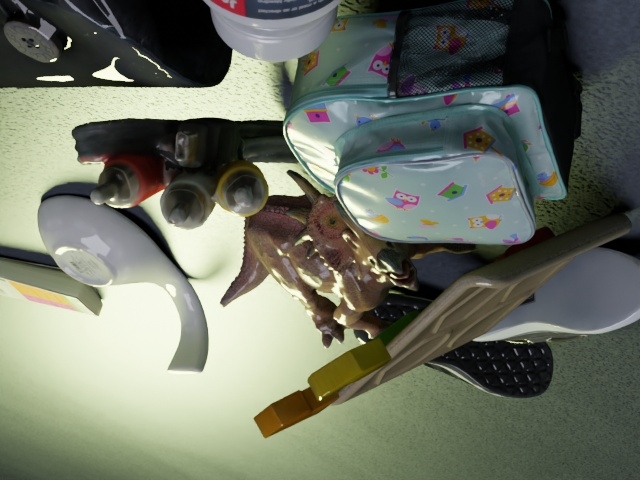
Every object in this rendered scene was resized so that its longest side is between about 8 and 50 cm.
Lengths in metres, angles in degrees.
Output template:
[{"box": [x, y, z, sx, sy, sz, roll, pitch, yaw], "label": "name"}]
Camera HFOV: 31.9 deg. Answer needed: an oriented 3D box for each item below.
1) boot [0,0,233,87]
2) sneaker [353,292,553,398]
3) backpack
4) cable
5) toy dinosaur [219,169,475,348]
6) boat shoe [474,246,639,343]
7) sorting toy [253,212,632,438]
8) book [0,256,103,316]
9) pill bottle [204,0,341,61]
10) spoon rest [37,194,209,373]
[{"box": [-0.253, -0.140, 0.848, 0.445, 0.146, 0.367, -4, 151, 28], "label": "boot"}, {"box": [0.138, 0.102, 1.210, 0.235, 0.084, 0.097, 20, 179, -8], "label": "sneaker"}, {"box": [0.070, -0.078, 0.768, 0.189, 0.144, 0.166, 7, 159, 24], "label": "backpack"}, {"box": [-0.082, -0.054, 0.814, 0.140, 0.072, 0.287, 5, -173, 11], "label": "cable"}, {"box": [0.000, 0.000, 0.997, 0.296, 0.127, 0.200, -1, 151, 41], "label": "toy dinosaur"}, {"box": [0.229, 0.061, 1.051, 0.076, 0.080, 0.229, 12, 159, -37], "label": "boat shoe"}, {"box": [0.092, 0.062, 0.907, 0.307, 0.041, 0.229, -18, 162, -44], "label": "sorting toy"}, {"box": [-0.361, 0.061, 1.437, 0.144, 0.035, 0.096, 12, 158, 9], "label": "book"}, {"box": [-0.028, -0.185, 0.637, 0.108, 0.108, 0.180, 13, 155, 5], "label": "pill bottle"}, {"box": [-0.215, 0.041, 1.279, 0.137, 0.084, 0.276, -5, 135, 35], "label": "spoon rest"}]
